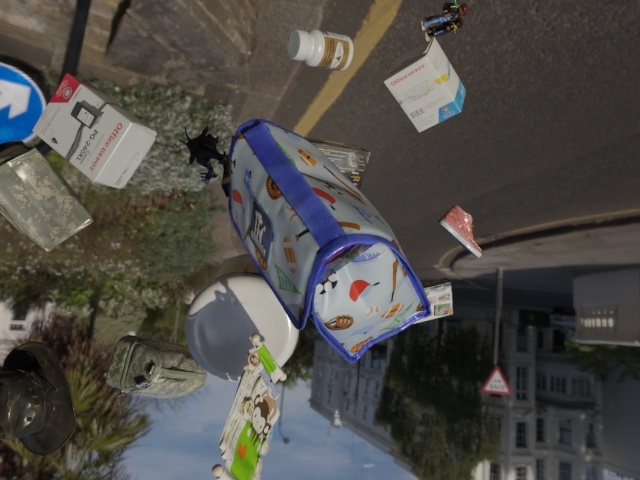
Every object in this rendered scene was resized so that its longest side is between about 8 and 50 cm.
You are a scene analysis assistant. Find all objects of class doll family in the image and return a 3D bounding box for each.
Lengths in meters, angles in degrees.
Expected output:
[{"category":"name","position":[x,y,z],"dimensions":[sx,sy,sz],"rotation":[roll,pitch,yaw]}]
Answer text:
[{"category":"doll family","position":[0.319,-0.555,1.160],"dimensions":[0.112,0.193,0.076],"rotation":[-8,122,23]}]

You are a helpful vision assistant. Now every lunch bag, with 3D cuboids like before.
[{"category":"lunch bag","position":[-0.771,-0.128,1.215],"dimensions":[0.287,0.169,0.235],"rotation":[22,145,47]},{"category":"lunch bag","position":[-0.617,0.494,1.770],"dimensions":[0.256,0.212,0.305],"rotation":[2,162,29]},{"category":"lunch bag","position":[0.000,0.000,0.819],"dimensions":[0.239,0.327,0.385],"rotation":[-35,146,-1]}]

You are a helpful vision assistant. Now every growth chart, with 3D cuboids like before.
[{"category":"growth chart","position":[-0.109,0.297,0.760],"dimensions":[0.021,0.237,0.172],"rotation":[-2,142,22]}]

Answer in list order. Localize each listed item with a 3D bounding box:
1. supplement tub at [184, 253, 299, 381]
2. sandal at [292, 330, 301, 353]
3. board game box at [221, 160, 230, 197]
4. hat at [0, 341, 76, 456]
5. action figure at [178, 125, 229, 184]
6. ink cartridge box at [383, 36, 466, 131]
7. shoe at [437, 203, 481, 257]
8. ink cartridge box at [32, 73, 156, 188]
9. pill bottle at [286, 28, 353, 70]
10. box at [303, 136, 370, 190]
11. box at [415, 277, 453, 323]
[{"category":"supplement tub","position":[-0.170,0.163,1.105],"dimensions":[0.241,0.240,0.331],"rotation":[5,-170,-3]},{"category":"sandal","position":[-0.104,0.353,1.786],"dimensions":[0.060,0.219,0.090],"rotation":[15,154,1]},{"category":"board game box","position":[-0.168,-0.217,1.365],"dimensions":[0.243,0.165,0.042],"rotation":[-17,124,3]},{"category":"hat","position":[-0.848,0.461,1.294],"dimensions":[0.332,0.331,0.134],"rotation":[1,-179,20]},{"category":"action figure","position":[-0.347,-0.258,1.509],"dimensions":[0.276,0.164,0.141],"rotation":[30,149,-28]},{"category":"ink cartridge box","position":[0.368,-0.542,1.606],"dimensions":[0.171,0.168,0.232],"rotation":[-19,123,40]},{"category":"shoe","position":[0.447,-0.029,1.409],"dimensions":[0.178,0.081,0.063],"rotation":[41,-177,-10]},{"category":"ink cartridge box","position":[-0.349,-0.167,0.713],"dimensions":[0.150,0.109,0.063],"rotation":[36,-174,14]},{"category":"pill bottle","position":[-0.003,-0.714,1.718],"dimensions":[0.229,0.131,0.131],"rotation":[-5,177,-34]},{"category":"box","position":[-0.045,-0.140,1.185],"dimensions":[0.308,0.242,0.076],"rotation":[2,-156,-28]},{"category":"box","position":[0.292,0.189,1.379],"dimensions":[0.207,0.114,0.036],"rotation":[-11,-160,-8]}]
